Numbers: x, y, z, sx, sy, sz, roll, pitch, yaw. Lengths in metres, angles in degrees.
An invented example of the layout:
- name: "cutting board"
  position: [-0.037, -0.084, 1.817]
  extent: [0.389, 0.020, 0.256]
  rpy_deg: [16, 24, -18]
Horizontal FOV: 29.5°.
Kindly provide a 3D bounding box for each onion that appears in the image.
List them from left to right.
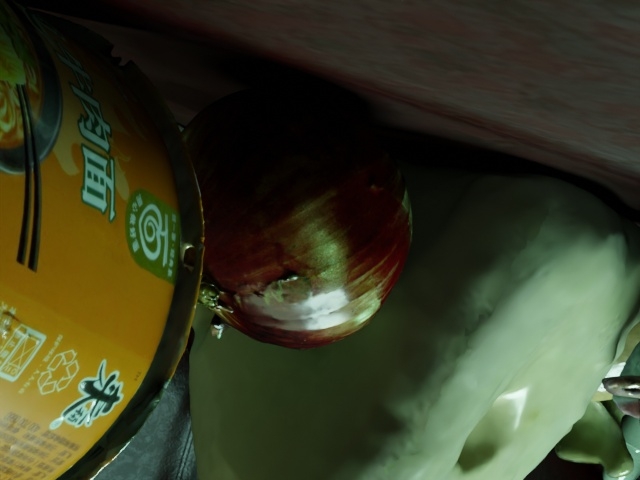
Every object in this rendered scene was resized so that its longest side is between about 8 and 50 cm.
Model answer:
- name: "onion"
  position: [-0.017, -0.012, 0.519]
  extent: [0.117, 0.118, 0.118]
  rpy_deg: [32, -177, 19]

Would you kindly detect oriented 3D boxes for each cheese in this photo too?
- name: "cheese"
  position: [0.017, 0.066, 0.650]
  extent: [0.251, 0.247, 0.174]
  rpy_deg: [22, 180, 35]

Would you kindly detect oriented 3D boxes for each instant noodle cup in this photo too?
- name: "instant noodle cup"
  position: [-0.176, -0.014, 0.410]
  extent: [0.230, 0.230, 0.182]
  rpy_deg: [16, 169, 18]

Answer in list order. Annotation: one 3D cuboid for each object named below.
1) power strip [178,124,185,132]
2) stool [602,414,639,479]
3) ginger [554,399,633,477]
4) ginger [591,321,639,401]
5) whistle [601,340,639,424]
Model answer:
- name: "power strip"
  position: [-0.184, -0.061, 0.715]
  extent: [0.106, 0.043, 0.367]
  rpy_deg: [-24, 161, 21]
- name: "stool"
  position: [0.442, 0.200, 1.298]
  extent: [0.195, 0.198, 0.195]
  rpy_deg: [16, 177, -34]
- name: "ginger"
  position: [0.100, 0.149, 0.945]
  extent: [0.358, 0.211, 0.413]
  rpy_deg: [-11, 179, -18]
- name: "ginger"
  position: [0.217, 0.057, 0.702]
  extent: [0.190, 0.095, 0.069]
  rpy_deg: [11, 179, -1]
- name: "whistle"
  position: [0.279, 0.082, 0.598]
  extent: [0.346, 0.133, 0.142]
  rpy_deg: [9, 143, -26]
